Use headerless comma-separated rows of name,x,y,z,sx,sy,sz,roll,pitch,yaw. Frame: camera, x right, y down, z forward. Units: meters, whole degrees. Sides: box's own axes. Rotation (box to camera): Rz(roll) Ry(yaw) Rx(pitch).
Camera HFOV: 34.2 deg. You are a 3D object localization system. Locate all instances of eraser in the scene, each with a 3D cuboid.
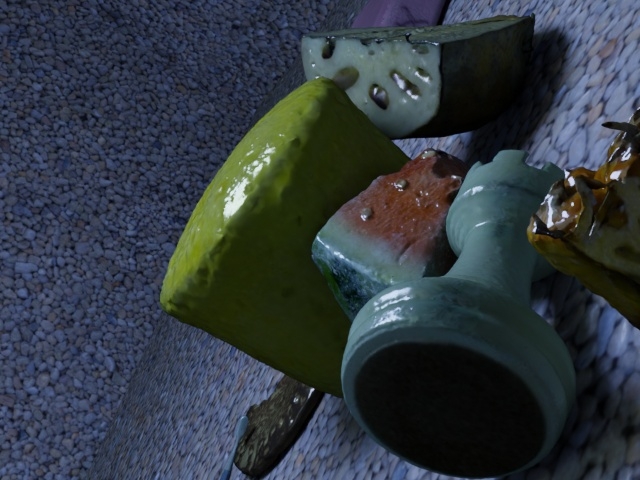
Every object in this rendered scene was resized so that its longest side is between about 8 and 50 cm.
eraser,0.121,-0.371,2.081,0.272,0.122,0.359,-45,18,53

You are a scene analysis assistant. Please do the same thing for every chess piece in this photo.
chess piece,0.152,0.046,0.942,0.194,0.195,0.299,-47,9,44

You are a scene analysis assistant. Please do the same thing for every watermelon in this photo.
watermelon,0.132,-0.002,1.126,0.140,0.193,0.256,-13,31,54

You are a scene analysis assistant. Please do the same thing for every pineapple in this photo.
pineapple,0.256,-0.007,0.717,0.237,0.186,0.114,-18,4,-8

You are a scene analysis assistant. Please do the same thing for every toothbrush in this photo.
toothbrush,-0.149,0.372,1.590,0.019,0.016,0.219,-172,100,-76

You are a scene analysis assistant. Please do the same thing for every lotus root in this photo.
lotus root,0.156,-0.226,1.409,0.267,0.260,0.149,16,115,47

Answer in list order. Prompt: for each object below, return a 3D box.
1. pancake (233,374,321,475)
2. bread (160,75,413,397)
pancake,-0.050,0.228,1.599,0.286,0.033,0.288,-44,19,54
bread,0.000,0.000,1.291,0.348,0.308,0.348,-56,10,15
